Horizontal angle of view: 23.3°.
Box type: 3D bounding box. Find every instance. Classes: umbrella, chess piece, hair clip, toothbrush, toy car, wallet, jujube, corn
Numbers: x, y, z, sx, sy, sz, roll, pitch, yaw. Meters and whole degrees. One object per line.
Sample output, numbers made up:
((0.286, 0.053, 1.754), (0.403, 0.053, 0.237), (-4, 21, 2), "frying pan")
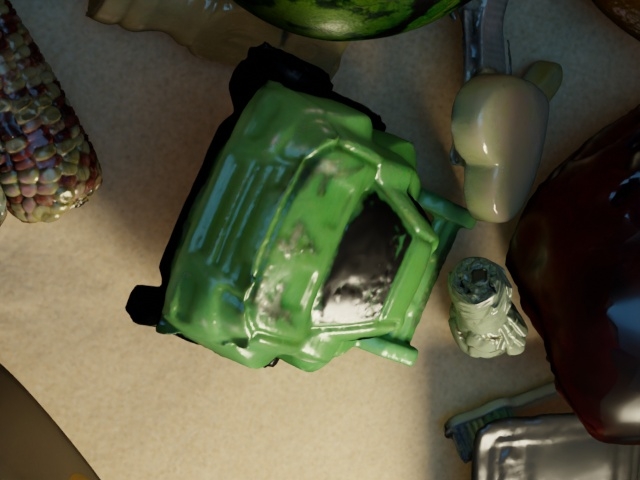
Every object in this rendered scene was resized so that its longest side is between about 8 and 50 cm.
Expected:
((0.135, 0.058, 1.264), (0.067, 0.143, 0.062), (20, 68, 23), "umbrella")
((-0.070, -0.176, 1.184), (0.200, 0.090, 0.090), (20, 93, -21), "chess piece")
((0.142, -0.122, 1.241), (0.159, 0.071, 0.218), (3, 84, -54), "hair clip")
((0.301, 0.107, 1.359), (0.418, 0.040, 0.042), (-18, 143, -15), "toothbrush")
((0.000, 0.000, 1.137), (0.176, 0.359, 0.213), (24, 90, 9), "toy car")
((0.273, 0.255, 1.358), (0.323, 0.041, 0.247), (-3, 108, -19), "wallet")
((0.320, 0.000, 1.246), (0.377, 0.258, 0.258), (-38, 107, -12), "jujube")
((-0.247, -0.129, 1.137), (0.086, 0.086, 0.253), (-29, 104, -10), "corn")

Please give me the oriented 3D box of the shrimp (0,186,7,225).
((-0.348, -0.051, 1.111), (0.251, 0.052, 0.143), (8, 141, -12), "shrimp")

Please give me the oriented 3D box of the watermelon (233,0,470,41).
((0.025, -0.276, 1.059), (0.285, 0.285, 0.285), (-3, 99, -16), "watermelon")

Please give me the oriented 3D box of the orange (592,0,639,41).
((0.304, -0.262, 1.229), (0.240, 0.171, 0.240), (-2, 99, -15), "orange")

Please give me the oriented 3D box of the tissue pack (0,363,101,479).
((-0.252, 0.269, 1.102), (0.267, 0.277, 0.387), (-33, 105, -6), "tissue pack")
